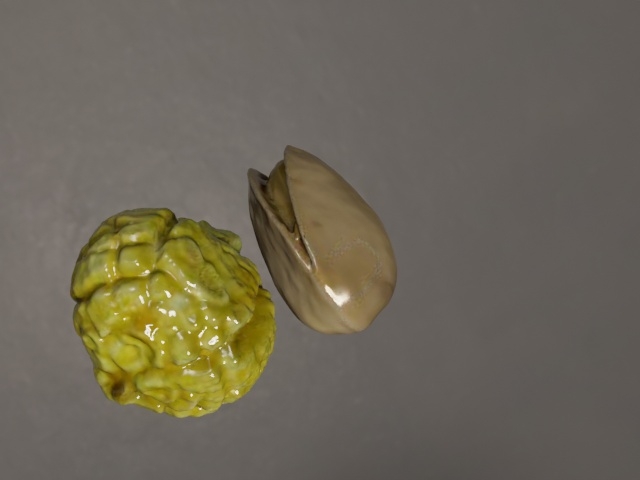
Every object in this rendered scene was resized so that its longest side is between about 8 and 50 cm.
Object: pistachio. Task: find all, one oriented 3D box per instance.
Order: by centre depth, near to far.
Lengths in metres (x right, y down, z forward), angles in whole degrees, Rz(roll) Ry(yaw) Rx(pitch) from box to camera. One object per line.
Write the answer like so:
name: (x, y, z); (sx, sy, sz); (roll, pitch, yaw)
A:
pistachio: (0.000, 0.000, 1.552); (0.126, 0.223, 0.152); (-34, 146, 11)

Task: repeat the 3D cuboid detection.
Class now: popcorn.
popcorn: (-0.177, 0.085, 1.860); (0.224, 0.258, 0.270); (-29, 153, 36)
